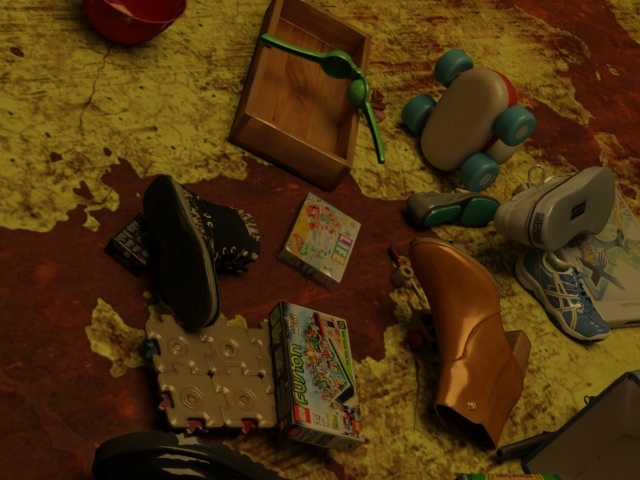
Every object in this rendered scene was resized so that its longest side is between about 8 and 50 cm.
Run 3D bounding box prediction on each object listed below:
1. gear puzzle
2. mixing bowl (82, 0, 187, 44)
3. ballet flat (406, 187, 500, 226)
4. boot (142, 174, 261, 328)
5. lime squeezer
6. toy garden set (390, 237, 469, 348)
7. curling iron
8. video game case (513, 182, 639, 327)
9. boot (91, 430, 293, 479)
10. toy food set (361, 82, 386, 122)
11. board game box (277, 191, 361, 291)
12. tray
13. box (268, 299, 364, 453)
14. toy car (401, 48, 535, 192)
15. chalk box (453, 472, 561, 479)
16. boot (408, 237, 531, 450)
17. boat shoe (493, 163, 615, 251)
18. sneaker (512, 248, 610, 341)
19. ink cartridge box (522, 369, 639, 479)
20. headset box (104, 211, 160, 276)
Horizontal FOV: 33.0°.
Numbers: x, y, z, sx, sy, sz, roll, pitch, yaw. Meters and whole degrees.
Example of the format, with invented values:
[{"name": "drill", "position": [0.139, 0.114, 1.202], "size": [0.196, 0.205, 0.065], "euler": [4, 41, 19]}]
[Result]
[{"name": "gear puzzle", "position": [-0.085, 0.191, 1.472], "size": [0.339, 0.044, 0.175], "euler": [7, 47, -36]}, {"name": "mixing bowl", "position": [-0.324, -0.392, 1.790], "size": [0.181, 0.098, 0.181], "euler": [21, 43, -21]}, {"name": "ballet flat", "position": [0.239, -0.067, 1.940], "size": [0.213, 0.072, 0.068], "euler": [-5, 46, -41]}, {"name": "boot", "position": [-0.145, 0.025, 1.515], "size": [0.179, 0.085, 0.236], "euler": [19, 41, -50]}, {"name": "lime squeezer", "position": [0.038, -0.270, 1.873], "size": [0.310, 0.059, 0.110], "euler": [48, 40, 9]}, {"name": "toy garden set", "position": [0.207, 0.087, 1.783], "size": [0.204, 0.049, 0.244], "euler": [4, 51, -35]}, {"name": "curling iron", "position": [0.367, 0.303, 1.706], "size": [0.274, 0.035, 0.068], "euler": [-11, 97, -39]}, {"name": "video game case", "position": [0.561, 0.024, 2.125], "size": [0.300, 0.036, 0.329], "euler": [-1, 53, -38]}, {"name": "boot", "position": [-0.110, 0.377, 1.201], "size": [0.348, 0.131, 0.260], "euler": [25, 41, -17]}, {"name": "toy food set", "position": [0.094, -0.259, 2.050], "size": [0.078, 0.019, 0.122], "euler": [34, 32, -7]}, {"name": "board game box", "position": [0.000, 0.000, 1.724], "size": [0.103, 0.026, 0.154], "euler": [32, 40, -9]}, {"name": "tray", "position": [-0.027, -0.280, 1.933], "size": [0.203, 0.076, 0.411], "euler": [26, 40, -15]}, {"name": "box", "position": [-0.008, 0.185, 1.477], "size": [0.114, 0.036, 0.207], "euler": [18, 42, -27]}, {"name": "toy car", "position": [0.322, -0.219, 2.062], "size": [0.238, 0.210, 0.219], "euler": [5, 37, -51]}, {"name": "chalk box", "position": [0.238, 0.460, 1.354], "size": [0.179, 0.180, 0.289], "euler": [8, 50, -32]}, {"name": "boot", "position": [0.207, 0.158, 1.617], "size": [0.295, 0.104, 0.211], "euler": [48, 49, -21]}, {"name": "boat shoe", "position": [0.418, -0.063, 1.986], "size": [0.157, 0.135, 0.367], "euler": [12, 22, 33]}, {"name": "sneaker", "position": [0.440, 0.095, 1.928], "size": [0.211, 0.081, 0.080], "euler": [45, 39, 7]}, {"name": "ink cartridge box", "position": [0.549, 0.311, 1.659], "size": [0.396, 0.270, 0.151], "euler": [1, 51, -37]}, {"name": "headset box", "position": [-0.254, 0.003, 1.522], "size": [0.062, 0.032, 0.083], "euler": [39, 38, -1]}]
